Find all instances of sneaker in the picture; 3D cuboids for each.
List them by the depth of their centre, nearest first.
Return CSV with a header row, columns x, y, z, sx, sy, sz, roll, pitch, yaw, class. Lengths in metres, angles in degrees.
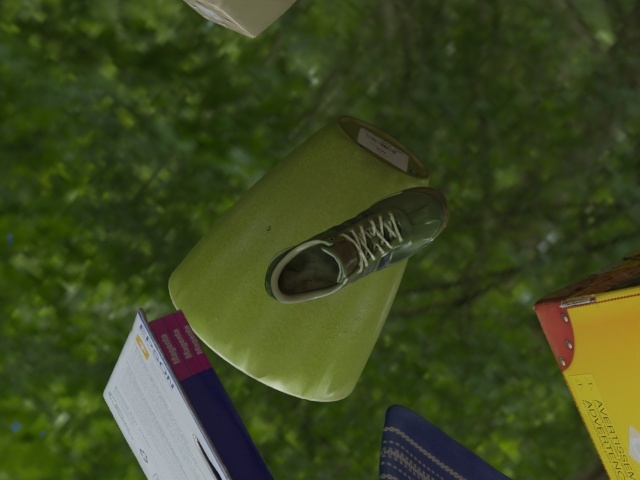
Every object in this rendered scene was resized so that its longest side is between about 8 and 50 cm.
x,y,z,sx,sy,sz,roll,pitch,yaw,class
0.033,0.012,1.379,0.064,0.192,0.086,64,-169,-8,sneaker

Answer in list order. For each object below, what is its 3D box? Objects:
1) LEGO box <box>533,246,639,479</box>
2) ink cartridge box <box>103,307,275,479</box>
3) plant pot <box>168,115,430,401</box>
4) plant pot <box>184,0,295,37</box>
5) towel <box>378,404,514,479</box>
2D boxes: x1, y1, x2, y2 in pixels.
x,y,z,sx,sy,sz,roll,pitch,yaw,class
0.405,0.212,1.040,0.500,0.193,0.372,66,159,-1,LEGO box
-0.090,0.234,1.378,0.071,0.330,0.324,-26,-101,-22,ink cartridge box
0.000,0.000,1.819,0.275,0.293,0.275,29,-161,-11,plant pot
-0.084,-0.264,1.439,0.109,0.096,0.109,26,176,33,plant pot
0.154,0.321,1.433,0.243,0.040,0.336,36,-153,-17,towel
